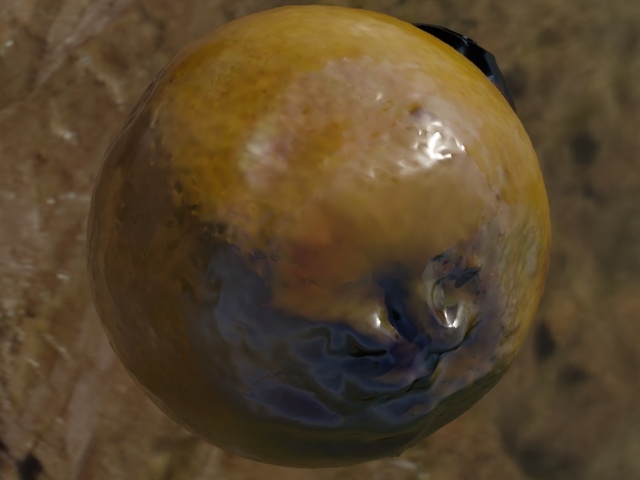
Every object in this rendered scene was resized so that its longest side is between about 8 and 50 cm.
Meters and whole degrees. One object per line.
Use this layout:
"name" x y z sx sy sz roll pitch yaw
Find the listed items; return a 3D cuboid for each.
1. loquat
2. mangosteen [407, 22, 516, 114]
"loquat" 0.000 0.000 1.171 0.328 0.328 0.328 0 90 -22
"mangosteen" 0.076 -0.103 1.553 0.210 0.210 0.210 0 90 -22
